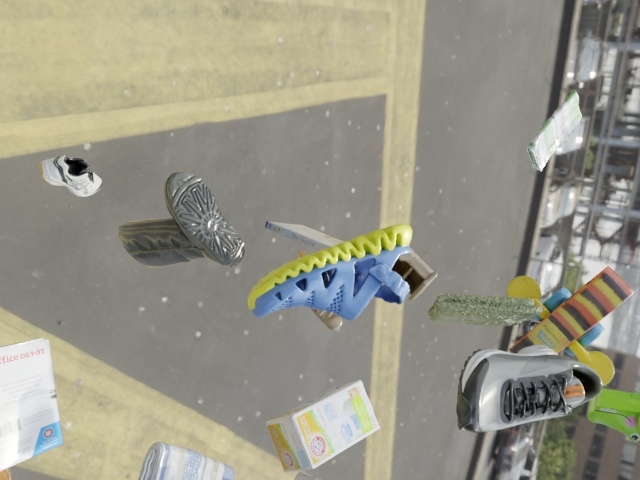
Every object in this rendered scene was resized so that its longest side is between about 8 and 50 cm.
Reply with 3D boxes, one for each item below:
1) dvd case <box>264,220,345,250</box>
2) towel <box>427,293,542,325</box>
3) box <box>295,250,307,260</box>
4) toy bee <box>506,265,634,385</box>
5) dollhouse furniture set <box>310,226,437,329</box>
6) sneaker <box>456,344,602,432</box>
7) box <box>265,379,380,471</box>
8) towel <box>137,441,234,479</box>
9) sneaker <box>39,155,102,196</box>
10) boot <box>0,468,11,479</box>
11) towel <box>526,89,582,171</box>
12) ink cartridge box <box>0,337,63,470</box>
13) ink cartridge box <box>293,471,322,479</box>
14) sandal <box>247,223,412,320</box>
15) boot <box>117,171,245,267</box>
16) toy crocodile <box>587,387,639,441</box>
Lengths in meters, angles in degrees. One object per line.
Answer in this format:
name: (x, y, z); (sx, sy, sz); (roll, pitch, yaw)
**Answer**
dvd case: (0.000, 0.000, 1.640); (0.180, 0.253, 0.022); (2, 106, -59)
towel: (0.237, 0.104, 0.898); (0.110, 0.148, 0.027); (85, 10, -70)
box: (-0.051, 0.098, 1.748); (0.136, 0.028, 0.081); (-113, -147, -59)
toy bee: (0.375, 0.166, 0.986); (0.162, 0.195, 0.298); (-33, 139, -21)
dollhouse furniture set: (0.120, 0.109, 1.416); (0.242, 0.161, 0.212); (-37, 166, -26)
sneaker: (0.280, 0.197, 0.825); (0.272, 0.108, 0.100); (-4, 96, -40)
box: (0.006, 0.385, 1.278); (0.203, 0.103, 0.114); (-15, 80, -42)
towel: (-0.214, 0.436, 0.945); (0.285, 0.034, 0.209); (59, 36, -59)
sneaker: (-0.256, -0.069, 0.652); (0.083, 0.037, 0.031); (15, 57, -70)
boot: (-0.635, 0.573, 1.169); (0.109, 0.220, 0.283); (-3, 122, -35)
towel: (0.493, -0.226, 1.282); (0.152, 0.023, 0.113); (-51, 148, 2)
ink cartridge box: (-0.556, 0.288, 1.091); (0.148, 0.086, 0.203); (-3, 83, -67)
ink cartridge box: (0.045, 0.526, 0.847); (0.271, 0.310, 0.130); (-59, -175, -21)
sandal: (0.033, 0.074, 1.037); (0.318, 0.126, 0.138); (-18, 90, -18)
boot: (-0.237, -0.024, 0.943); (0.076, 0.209, 0.189); (-53, 132, -33)
toy crocodile: (0.616, 0.301, 0.989); (0.115, 0.341, 0.105); (-41, 129, -61)
